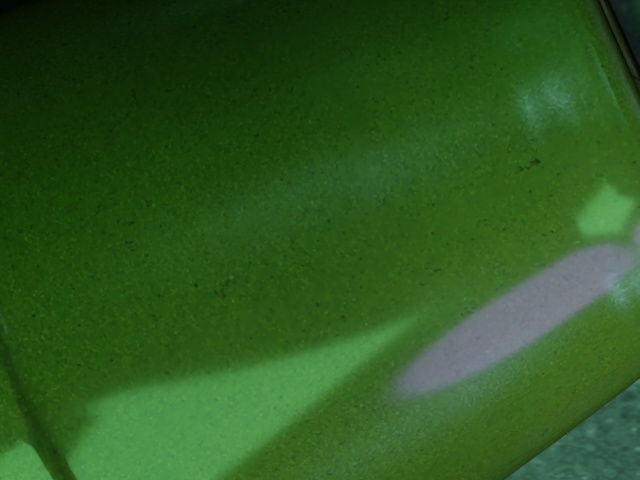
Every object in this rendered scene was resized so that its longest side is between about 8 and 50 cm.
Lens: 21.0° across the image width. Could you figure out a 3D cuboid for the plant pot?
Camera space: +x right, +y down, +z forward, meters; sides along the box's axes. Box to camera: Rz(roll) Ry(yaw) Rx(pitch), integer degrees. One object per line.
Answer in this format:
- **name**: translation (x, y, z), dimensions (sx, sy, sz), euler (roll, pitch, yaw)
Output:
- **plant pot**: translation (0.000, 0.000, 0.851), dimensions (0.353, 0.366, 0.366), euler (-24, 133, 13)
